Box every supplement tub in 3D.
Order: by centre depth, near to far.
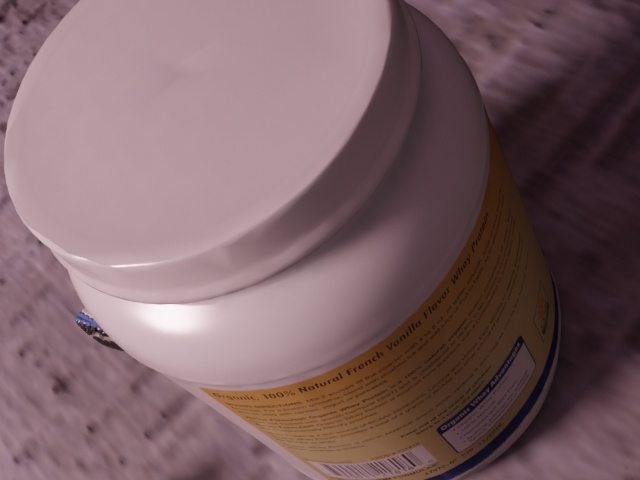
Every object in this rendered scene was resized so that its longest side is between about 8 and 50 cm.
[{"bbox_3d":[0.000,0.000,0.524,0.228,0.316,0.228,-11,58,19],"label":"supplement tub"}]

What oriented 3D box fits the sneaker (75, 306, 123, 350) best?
[{"bbox_3d":[-0.131,0.059,0.719,0.135,0.052,0.058,13,64,30],"label":"sneaker"}]
